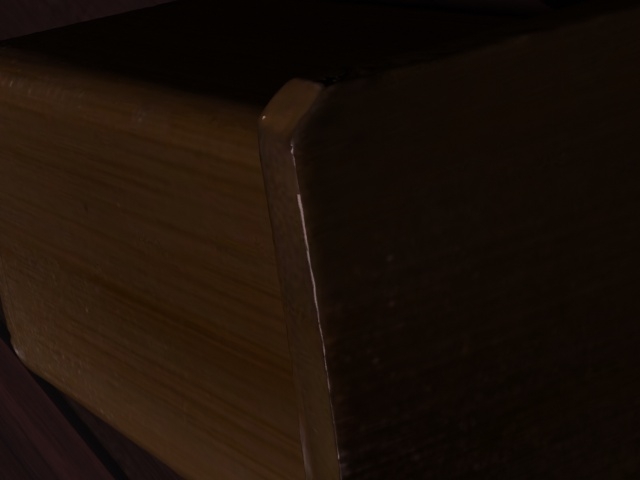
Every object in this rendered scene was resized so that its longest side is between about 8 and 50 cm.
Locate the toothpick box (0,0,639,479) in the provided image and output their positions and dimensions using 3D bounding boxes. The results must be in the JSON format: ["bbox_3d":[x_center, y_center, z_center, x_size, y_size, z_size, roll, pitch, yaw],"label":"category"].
[{"bbox_3d":[0.000,0.000,0.518,0.308,0.190,0.188,19,124,55],"label":"toothpick box"}]
